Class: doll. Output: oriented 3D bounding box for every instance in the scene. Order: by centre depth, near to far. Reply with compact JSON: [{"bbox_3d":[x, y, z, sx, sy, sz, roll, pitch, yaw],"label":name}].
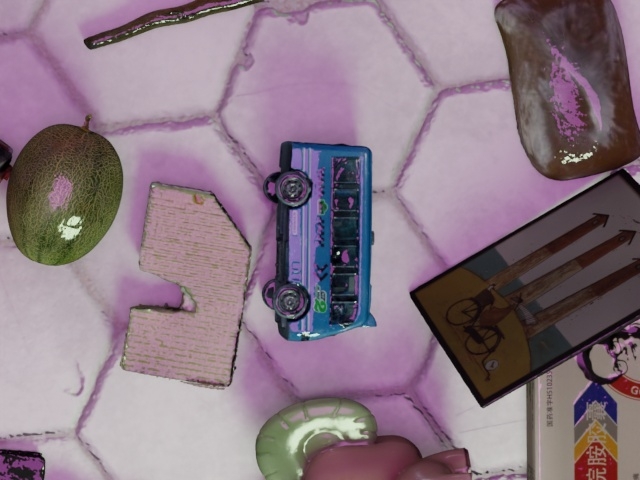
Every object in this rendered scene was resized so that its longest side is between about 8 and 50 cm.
[{"bbox_3d":[0.056,0.332,1.844,0.268,0.216,0.284,-6,97,2],"label":"doll"}]

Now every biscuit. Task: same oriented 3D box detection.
[{"bbox_3d":[-0.166,0.057,1.889,0.147,0.046,0.250,8,94,-4],"label":"biscuit"}]

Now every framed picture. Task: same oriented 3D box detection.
[{"bbox_3d":[0.290,0.052,1.836,0.324,0.244,0.013,-31,128,0],"label":"framed picture"}]

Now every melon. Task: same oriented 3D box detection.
[{"bbox_3d":[-0.310,-0.063,1.823,0.139,0.139,0.192,18,93,-5],"label":"melon"}]

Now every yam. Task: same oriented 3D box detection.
[{"bbox_3d":[-0.183,-0.279,1.871,0.234,0.029,0.027,-17,124,-3],"label":"yam"}]

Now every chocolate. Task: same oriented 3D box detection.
[{"bbox_3d":[0.321,-0.203,1.890,0.157,0.080,0.254,-13,95,-3],"label":"chocolate"}]

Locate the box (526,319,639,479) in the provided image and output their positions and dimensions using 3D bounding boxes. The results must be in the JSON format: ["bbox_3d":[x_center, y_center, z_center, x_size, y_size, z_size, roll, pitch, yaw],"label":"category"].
[{"bbox_3d":[0.377,0.269,1.939,0.214,0.069,0.353,-1,93,-4],"label":"box"}]

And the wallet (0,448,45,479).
[{"bbox_3d":[-0.474,0.322,1.895,0.244,0.025,0.124,5,94,-6],"label":"wallet"}]

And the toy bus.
[{"bbox_3d":[0.000,0.000,1.864,0.134,0.113,0.246,0,93,-10],"label":"toy bus"}]

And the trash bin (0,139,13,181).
[{"bbox_3d":[-0.488,-0.031,1.797,0.161,0.184,0.239,25,98,-5],"label":"trash bin"}]
